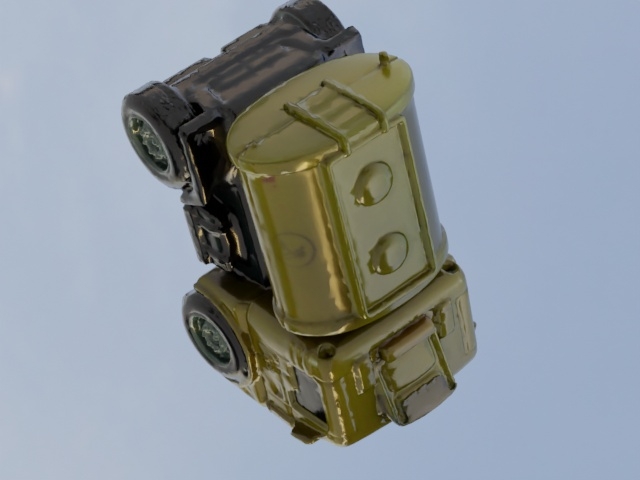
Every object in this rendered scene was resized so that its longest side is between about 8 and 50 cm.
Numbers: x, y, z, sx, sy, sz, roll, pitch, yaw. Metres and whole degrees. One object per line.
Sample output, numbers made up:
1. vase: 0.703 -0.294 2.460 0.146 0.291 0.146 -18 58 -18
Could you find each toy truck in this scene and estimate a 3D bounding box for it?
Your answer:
1. toy truck: 0.000 0.000 0.384 0.054 0.049 0.083 32 -34 44
